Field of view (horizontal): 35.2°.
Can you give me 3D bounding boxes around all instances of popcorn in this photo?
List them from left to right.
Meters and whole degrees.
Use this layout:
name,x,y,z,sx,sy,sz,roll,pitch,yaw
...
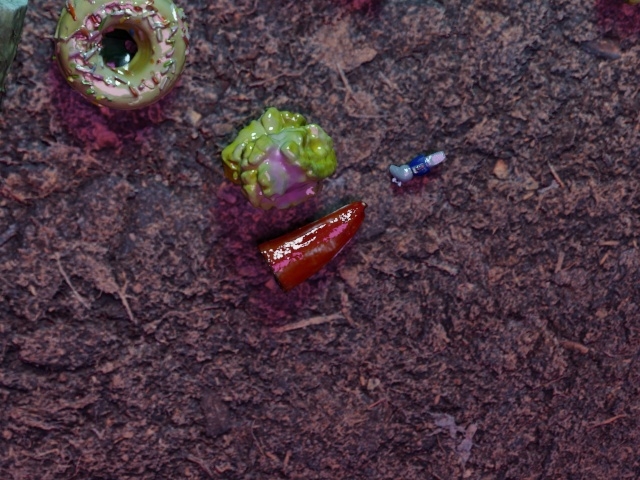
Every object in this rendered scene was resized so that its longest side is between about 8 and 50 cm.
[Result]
name,x,y,z,sx,sy,sz,roll,pitch,yaw
popcorn,-0.051,-0.104,1.333,0.145,0.126,0.125,-36,138,-29

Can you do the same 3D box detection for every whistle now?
name,x,y,z,sx,sy,sz,roll,pitch,yaw
whistle,0.138,-0.106,1.438,0.083,0.029,0.033,-25,102,4

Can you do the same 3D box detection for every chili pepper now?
name,x,y,z,sx,sy,sz,roll,pitch,yaw
chili pepper,-0.002,-0.004,1.429,0.169,0.065,0.088,-34,134,-5

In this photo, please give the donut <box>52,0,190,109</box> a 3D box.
name,x,y,z,sx,sy,sz,roll,pitch,yaw
donut,-0.242,-0.239,1.245,0.174,0.068,0.174,-6,116,-13

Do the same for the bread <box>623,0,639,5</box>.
name,x,y,z,sx,sy,sz,roll,pitch,yaw
bread,0.433,-0.398,1.370,0.117,0.064,0.156,-10,115,-10

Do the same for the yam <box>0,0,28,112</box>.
name,x,y,z,sx,sy,sz,roll,pitch,yaw
yam,-0.473,-0.184,1.116,0.241,0.241,0.348,13,112,-21
